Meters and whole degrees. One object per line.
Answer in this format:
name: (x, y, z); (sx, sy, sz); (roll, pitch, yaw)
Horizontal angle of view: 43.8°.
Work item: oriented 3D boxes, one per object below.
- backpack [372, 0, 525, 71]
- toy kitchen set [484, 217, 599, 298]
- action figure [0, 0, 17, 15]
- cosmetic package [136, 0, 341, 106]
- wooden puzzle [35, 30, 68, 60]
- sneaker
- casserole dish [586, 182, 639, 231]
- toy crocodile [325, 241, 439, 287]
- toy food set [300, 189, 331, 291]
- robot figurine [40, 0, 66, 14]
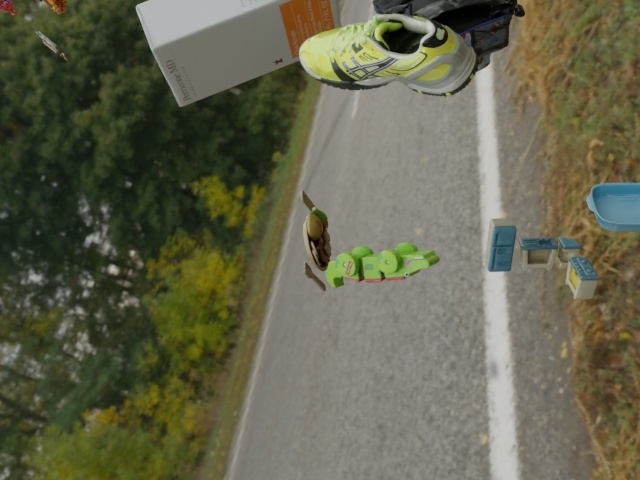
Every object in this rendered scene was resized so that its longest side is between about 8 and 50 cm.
backpack: (0.247, -0.465, 1.717); (0.276, 0.263, 0.213); (53, 155, 38)
toy kitchen set: (0.488, 0.041, 1.761); (0.166, 0.207, 0.122); (-95, 3, -58)
action figure: (-0.805, -0.598, 1.975); (0.030, 0.115, 0.038); (-24, 39, 46)
cosmetic package: (-0.186, -0.528, 1.944); (0.230, 0.453, 0.161); (71, 176, -62)
wooden puzzle: (-0.551, -0.400, 1.627); (0.006, 0.083, 0.049); (-50, -7, -11)
sneaker: (0.109, -0.373, 1.506); (0.385, 0.147, 0.145); (10, 71, 37)
casserole dish: (0.584, -0.057, 1.467); (0.114, 0.188, 0.037); (-87, -3, -46)
toy crocodile: (0.156, 0.070, 2.134); (0.115, 0.341, 0.105); (-22, -76, -56)
toy food set: (0.000, 0.000, 1.629); (0.132, 0.039, 0.192); (49, -147, -56)
robot figurine: (-0.615, -0.635, 1.778); (0.085, 0.211, 0.291); (65, -174, 19)
